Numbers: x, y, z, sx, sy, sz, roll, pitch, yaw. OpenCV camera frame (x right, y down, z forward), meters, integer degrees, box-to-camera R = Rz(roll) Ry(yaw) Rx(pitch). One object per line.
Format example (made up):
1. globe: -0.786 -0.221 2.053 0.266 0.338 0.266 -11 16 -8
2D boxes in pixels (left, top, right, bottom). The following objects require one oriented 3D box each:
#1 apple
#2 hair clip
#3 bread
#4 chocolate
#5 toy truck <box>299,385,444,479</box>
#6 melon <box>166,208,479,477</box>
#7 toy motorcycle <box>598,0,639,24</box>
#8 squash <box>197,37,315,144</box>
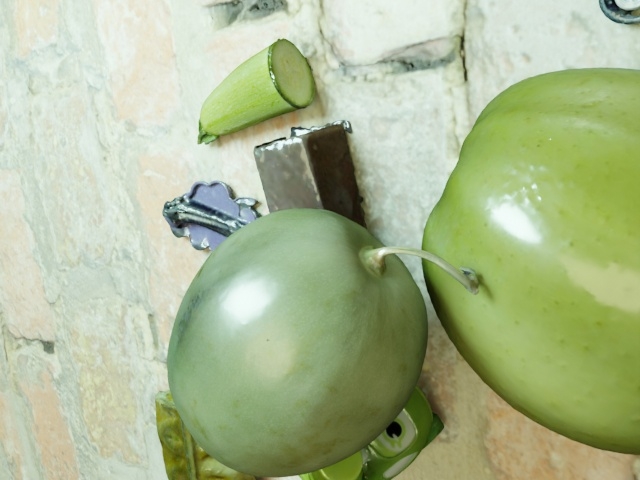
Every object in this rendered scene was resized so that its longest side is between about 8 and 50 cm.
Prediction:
1. apple: 0.272 0.019 0.587 0.360 0.312 0.320 34 76 26
2. hair clip: -0.170 -0.033 0.891 0.195 0.052 0.124 15 114 22
3. bread: -0.183 0.373 0.943 0.152 0.130 0.268 -3 101 27
4. chocolate: 0.000 0.000 0.758 0.111 0.112 0.322 -10 96 29
5. toy truck: 0.041 0.269 0.751 0.148 0.210 0.187 46 136 12
6. melon: -0.028 0.108 0.594 0.271 0.271 0.308 28 106 23
7. toy motorcycle: 0.327 -0.321 0.513 0.151 0.074 0.229 48 129 7
8. squash: -0.111 -0.189 0.807 0.224 0.094 0.094 -21 90 39
